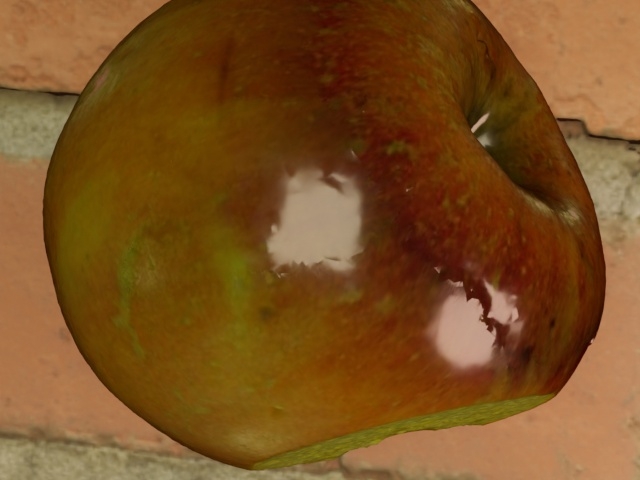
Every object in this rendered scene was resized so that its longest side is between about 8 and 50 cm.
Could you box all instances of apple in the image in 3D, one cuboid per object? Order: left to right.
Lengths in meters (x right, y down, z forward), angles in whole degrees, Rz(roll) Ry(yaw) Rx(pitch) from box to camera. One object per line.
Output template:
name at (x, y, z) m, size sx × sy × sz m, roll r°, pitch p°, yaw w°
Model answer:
apple at (0.000, 0.000, 0.805) m, size 0.374 × 0.374 × 0.384 m, roll -45°, pitch 125°, yaw 5°
